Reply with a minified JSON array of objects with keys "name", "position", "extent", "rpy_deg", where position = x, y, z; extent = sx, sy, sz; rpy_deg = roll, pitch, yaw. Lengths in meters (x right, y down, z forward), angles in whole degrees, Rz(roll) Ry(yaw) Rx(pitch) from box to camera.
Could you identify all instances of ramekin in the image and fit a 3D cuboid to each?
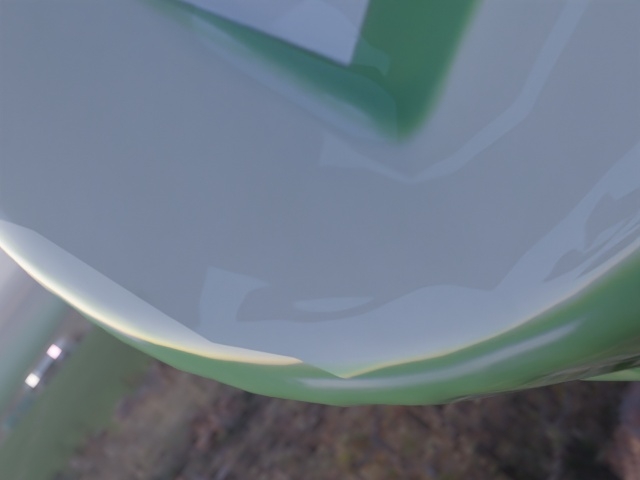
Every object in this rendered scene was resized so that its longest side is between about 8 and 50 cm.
[{"name":"ramekin","position":[0.029,-0.108,0.414],"extent":[0.303,0.303,0.148],"rpy_deg":[-48,-20,29]}]
